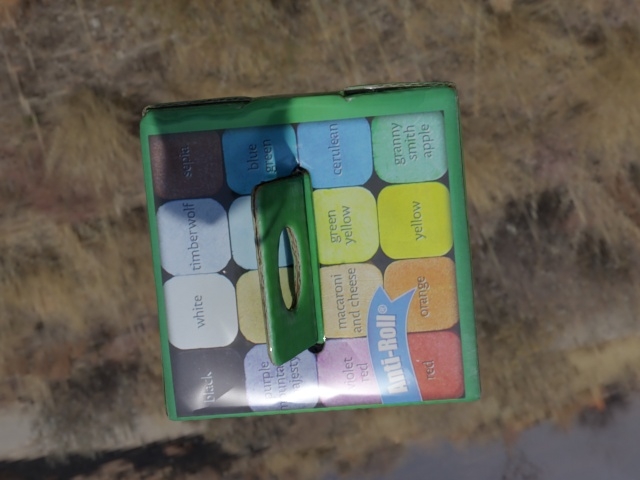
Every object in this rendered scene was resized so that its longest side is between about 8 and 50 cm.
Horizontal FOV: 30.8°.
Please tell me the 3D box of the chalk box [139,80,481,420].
[{"bbox_3d":[0.000,0.000,0.700,0.179,0.180,0.289,-4,-173,3],"label":"chalk box"}]
